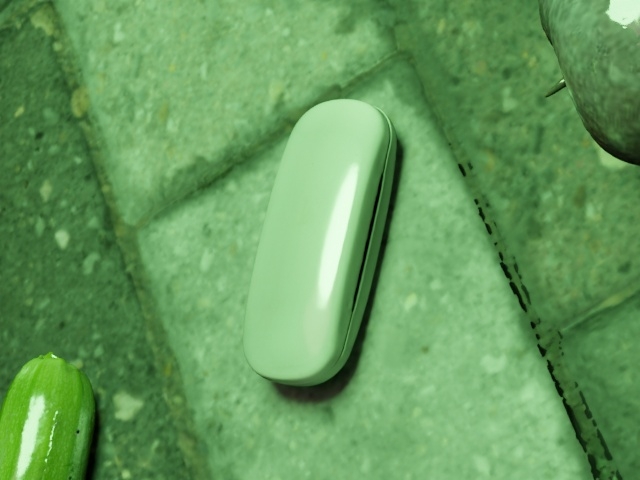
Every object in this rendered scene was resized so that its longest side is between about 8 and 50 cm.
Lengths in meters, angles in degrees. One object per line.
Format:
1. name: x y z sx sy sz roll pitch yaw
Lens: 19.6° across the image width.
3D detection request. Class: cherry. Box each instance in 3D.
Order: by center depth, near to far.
1. cherry: 0.210 -0.126 1.081 0.176 0.140 0.176 -17 48 20

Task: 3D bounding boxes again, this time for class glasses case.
1. glasses case: 0.000 0.000 1.218 0.076 0.049 0.197 1 71 34

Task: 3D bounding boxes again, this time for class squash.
1. squash: -0.200 0.191 1.254 0.069 0.069 0.238 -2 69 32
